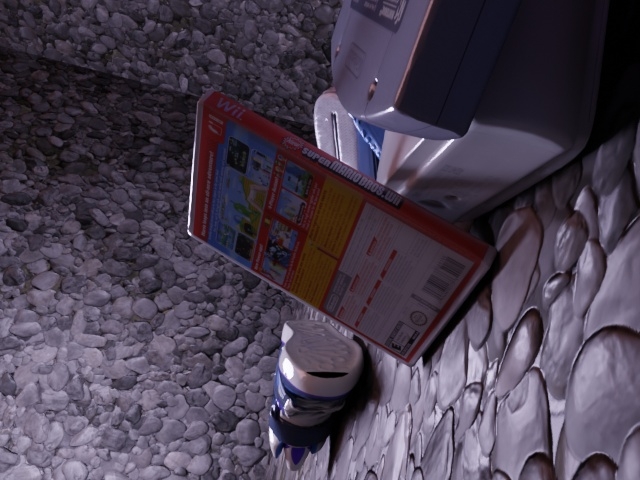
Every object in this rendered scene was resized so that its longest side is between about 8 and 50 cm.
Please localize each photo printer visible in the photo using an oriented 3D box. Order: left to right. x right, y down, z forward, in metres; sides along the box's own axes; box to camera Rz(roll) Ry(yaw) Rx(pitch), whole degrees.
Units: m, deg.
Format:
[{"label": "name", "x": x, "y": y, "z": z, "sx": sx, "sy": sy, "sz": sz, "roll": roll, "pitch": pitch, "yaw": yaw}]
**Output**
[{"label": "photo printer", "x": 0.138, "y": -0.187, "z": 0.535, "sx": 0.256, "sy": 0.107, "sz": 0.308, "roll": 128, "pitch": 155, "yaw": -77}]

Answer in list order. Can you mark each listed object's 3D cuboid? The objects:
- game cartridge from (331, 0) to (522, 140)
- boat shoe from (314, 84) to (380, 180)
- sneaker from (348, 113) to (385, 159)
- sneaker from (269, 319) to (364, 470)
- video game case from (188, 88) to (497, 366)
[{"label": "game cartridge", "x": 0.066, "y": -0.178, "z": 0.438, "sx": 0.297, "sy": 0.062, "sz": 0.198, "roll": -102, "pitch": 25, "yaw": -66}, {"label": "boat shoe", "x": 0.071, "y": -0.078, "z": 1.002, "sx": 0.119, "sy": 0.121, "sz": 0.336, "roll": -27, "pitch": -53, "yaw": -37}, {"label": "sneaker", "x": 0.084, "y": -0.137, "z": 0.867, "sx": 0.069, "sy": 0.082, "sz": 0.210, "roll": 78, "pitch": 180, "yaw": -79}, {"label": "sneaker", "x": -0.013, "y": 0.270, "z": 1.039, "sx": 0.323, "sy": 0.130, "sz": 0.237, "roll": -144, "pitch": 58, "yaw": -80}, {"label": "video game case", "x": 0.000, "y": 0.000, "z": 0.628, "sx": 0.025, "sy": 0.285, "sz": 0.204, "roll": -55, "pitch": -9, "yaw": -36}]
